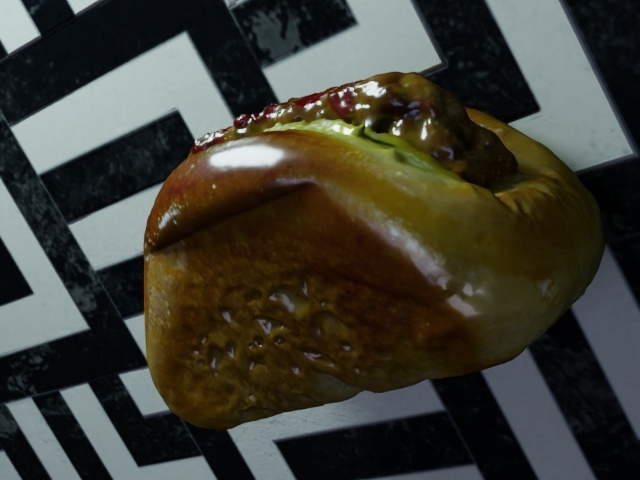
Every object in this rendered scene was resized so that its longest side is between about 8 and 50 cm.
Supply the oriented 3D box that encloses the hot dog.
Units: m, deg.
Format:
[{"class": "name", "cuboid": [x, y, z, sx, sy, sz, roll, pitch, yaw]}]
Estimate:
[{"class": "hot dog", "cuboid": [0.001, 0.000, 1.023, 0.405, 0.185, 0.223, -21, 105, 44]}]
